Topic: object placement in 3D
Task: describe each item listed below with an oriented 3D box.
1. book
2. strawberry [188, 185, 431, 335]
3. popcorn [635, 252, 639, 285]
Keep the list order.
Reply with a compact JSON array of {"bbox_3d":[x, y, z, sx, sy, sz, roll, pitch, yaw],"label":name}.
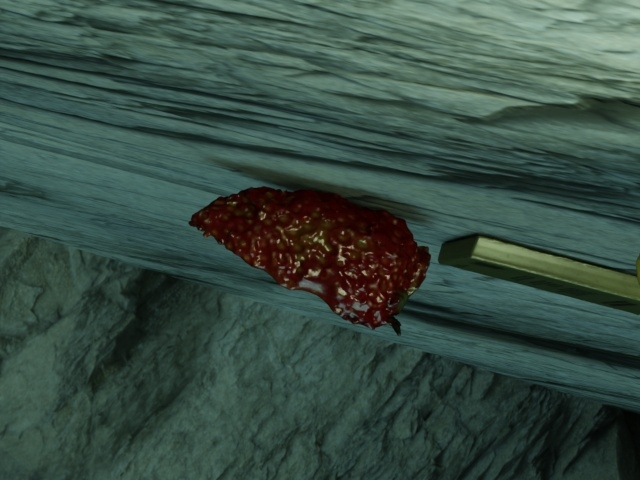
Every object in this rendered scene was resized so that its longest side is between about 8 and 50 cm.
[{"bbox_3d":[0.247,0.037,1.893,0.231,0.026,0.161,15,175,-8],"label":"book"},{"bbox_3d":[-0.004,-0.005,1.785,0.228,0.098,0.174,25,-170,1],"label":"strawberry"},{"bbox_3d":[0.285,0.021,1.153,0.180,0.180,0.170,10,-149,31],"label":"popcorn"}]
